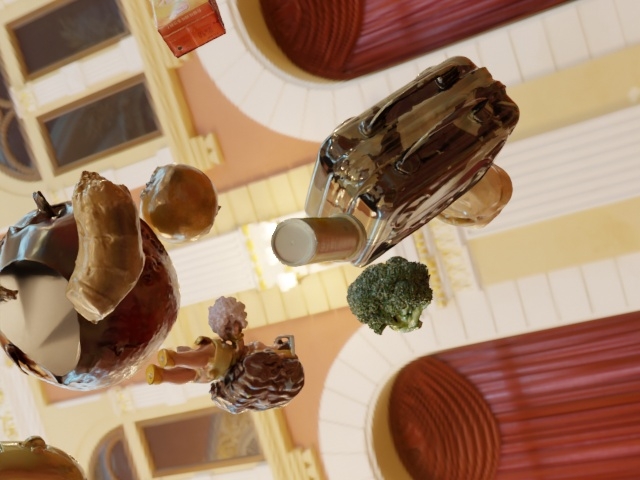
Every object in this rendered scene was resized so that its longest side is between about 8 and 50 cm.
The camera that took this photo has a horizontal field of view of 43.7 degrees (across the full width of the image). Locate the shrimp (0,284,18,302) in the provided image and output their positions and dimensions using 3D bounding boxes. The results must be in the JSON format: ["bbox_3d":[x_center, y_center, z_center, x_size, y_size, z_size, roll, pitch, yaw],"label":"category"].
[{"bbox_3d":[-0.470,0.055,1.010,0.091,0.184,0.043,-65,-21,-46],"label":"shrimp"}]

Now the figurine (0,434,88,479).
[{"bbox_3d":[-0.510,0.402,1.192,0.325,0.124,0.222,4,-81,-34],"label":"figurine"}]

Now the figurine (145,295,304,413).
[{"bbox_3d":[-0.130,0.178,1.132,0.240,0.175,0.115,20,-141,-33],"label":"figurine"}]

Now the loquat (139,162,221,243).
[{"bbox_3d":[-0.240,-0.062,1.359,0.141,0.141,0.141,44,-142,-49],"label":"loquat"}]

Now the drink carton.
[{"bbox_3d":[-0.229,-0.406,1.317,0.071,0.096,0.223,57,-170,-48],"label":"drink carton"}]

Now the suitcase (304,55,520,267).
[{"bbox_3d":[0.146,-0.149,1.286,0.194,0.351,0.339,49,158,15],"label":"suitcase"}]

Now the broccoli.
[{"bbox_3d":[0.142,0.107,1.604,0.156,0.195,0.195,58,-151,-32],"label":"broccoli"}]

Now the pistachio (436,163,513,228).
[{"bbox_3d":[0.266,-0.114,1.584,0.157,0.229,0.157,-33,-43,-37],"label":"pistachio"}]

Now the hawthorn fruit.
[{"bbox_3d":[-0.356,0.087,1.199,0.316,0.316,0.316,44,-142,-49],"label":"hawthorn fruit"}]

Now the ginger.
[{"bbox_3d":[-0.261,0.010,0.964,0.069,0.095,0.190,-138,47,-71],"label":"ginger"}]

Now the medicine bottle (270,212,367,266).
[{"bbox_3d":[0.000,0.000,1.070,0.218,0.074,0.073,-6,-98,-72],"label":"medicine bottle"}]
